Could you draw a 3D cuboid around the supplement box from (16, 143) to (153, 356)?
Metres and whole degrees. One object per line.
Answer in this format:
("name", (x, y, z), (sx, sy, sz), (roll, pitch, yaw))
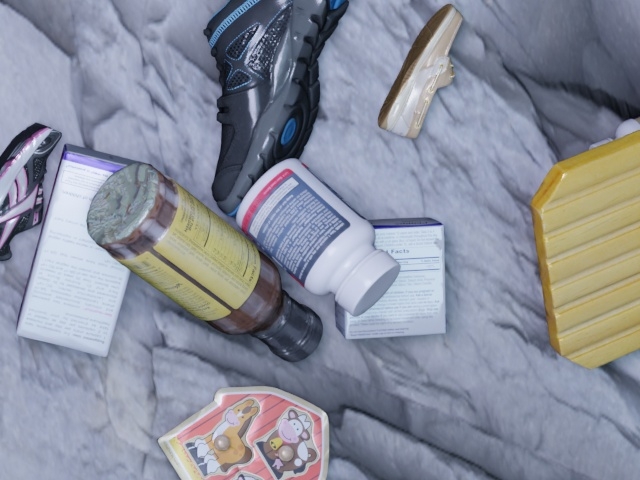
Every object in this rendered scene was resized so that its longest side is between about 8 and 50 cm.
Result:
("supplement box", (-0.272, 0.009, 1.857), (0.113, 0.111, 0.220), (14, 95, -11))

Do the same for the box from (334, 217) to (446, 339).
("box", (0.083, 0.045, 1.943), (0.126, 0.072, 0.137), (-3, 99, -9))

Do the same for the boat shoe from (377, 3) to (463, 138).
("boat shoe", (0.131, -0.201, 1.925), (0.059, 0.063, 0.170), (26, 102, -15))

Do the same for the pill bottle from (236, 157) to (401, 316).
("pill bottle", (0.000, 0.000, 1.844), (0.180, 0.108, 0.108), (42, 89, 16))

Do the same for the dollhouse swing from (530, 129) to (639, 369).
("dollhouse swing", (0.467, 0.030, 1.851), (0.305, 0.315, 0.347), (-30, 128, -25))

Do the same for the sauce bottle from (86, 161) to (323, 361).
("sauce bottle", (-0.121, 0.039, 1.826), (0.111, 0.111, 0.344), (-48, 134, 0))

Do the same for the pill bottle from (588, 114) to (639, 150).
("pill bottle", (0.420, -0.116, 1.966), (0.169, 0.094, 0.094), (-22, 101, -6))

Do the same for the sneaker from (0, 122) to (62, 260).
("sneaker", (-0.350, -0.054, 1.866), (0.077, 0.072, 0.178), (33, 100, -24))

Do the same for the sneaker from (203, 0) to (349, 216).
("sneaker", (-0.071, -0.197, 1.878), (0.139, 0.125, 0.341), (21, 98, 16))

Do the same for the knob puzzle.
("knob puzzle", (-0.071, 0.262, 1.945), (0.213, 0.030, 0.213), (2, 80, -12))
